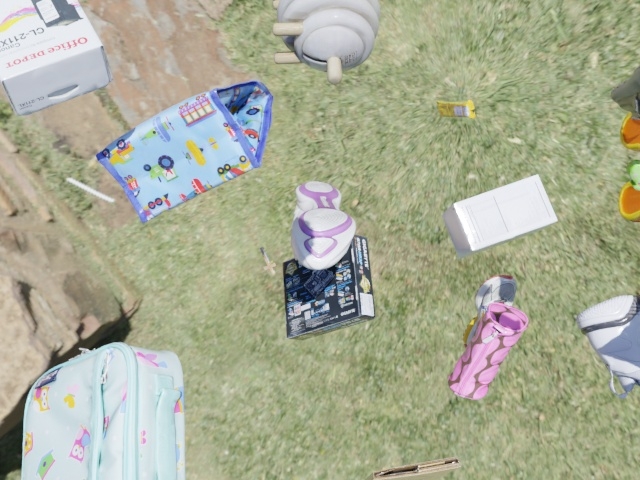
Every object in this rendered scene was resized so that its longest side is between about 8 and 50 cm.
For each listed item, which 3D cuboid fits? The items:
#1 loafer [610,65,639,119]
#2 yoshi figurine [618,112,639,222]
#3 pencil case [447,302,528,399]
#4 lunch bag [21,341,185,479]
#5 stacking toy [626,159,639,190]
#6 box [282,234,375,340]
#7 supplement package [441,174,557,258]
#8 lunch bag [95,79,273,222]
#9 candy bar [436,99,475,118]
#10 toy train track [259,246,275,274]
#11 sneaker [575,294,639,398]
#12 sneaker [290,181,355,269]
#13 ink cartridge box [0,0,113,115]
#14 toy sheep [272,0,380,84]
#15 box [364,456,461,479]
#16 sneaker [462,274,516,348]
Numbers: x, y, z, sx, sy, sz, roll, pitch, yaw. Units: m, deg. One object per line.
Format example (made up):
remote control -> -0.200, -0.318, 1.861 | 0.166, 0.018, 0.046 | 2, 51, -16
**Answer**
loafer -> 0.387, -0.156, 0.793 | 0.094, 0.251, 0.087 | -29, 85, 20
yoshi figurine -> 0.604, -0.104, 1.047 | 0.362, 0.203, 0.203 | 1, 141, -12
pencil case -> 0.318, 0.219, 1.390 | 0.095, 0.098, 0.209 | 24, 123, 10
lunch bag -> -0.253, 0.260, 0.836 | 0.224, 0.108, 0.279 | -26, 60, 35
stacking toy -> 0.472, -0.011, 0.844 | 0.221, 0.167, 0.052 | 27, 120, -11
box -> 0.011, 0.102, 1.502 | 0.220, 0.051, 0.175 | -24, 63, 41
supplement package -> 0.466, -0.060, 1.888 | 0.244, 0.134, 0.139 | -18, 81, -8
lunch bag -> -0.203, -0.184, 1.201 | 0.221, 0.293, 0.138 | -24, 112, 16
candy bar -> 0.281, -0.276, 1.509 | 0.018, 0.161, 0.040 | -17, 104, -13
toy train track -> -0.146, 0.055, 2.009 | 0.048, 0.014, 0.083 | -22, 96, 40
sneaker -> 0.757, 0.200, 1.530 | 0.366, 0.137, 0.210 | -18, 71, 8
sneaker -> 0.000, 0.000, 1.348 | 0.114, 0.305, 0.152 | 6, 113, -3
ink cartridge box -> -0.355, -0.259, 0.890 | 0.127, 0.072, 0.175 | -26, 69, -18
toy sheep -> 0.005, -0.177, 0.573 | 0.091, 0.091, 0.132 | -9, 66, 13
box -> 0.169, 0.458, 1.393 | 0.164, 0.201, 0.021 | -8, 66, -8
sneaker -> 0.387, 0.176, 1.577 | 0.088, 0.093, 0.225 | 1, 118, -14
